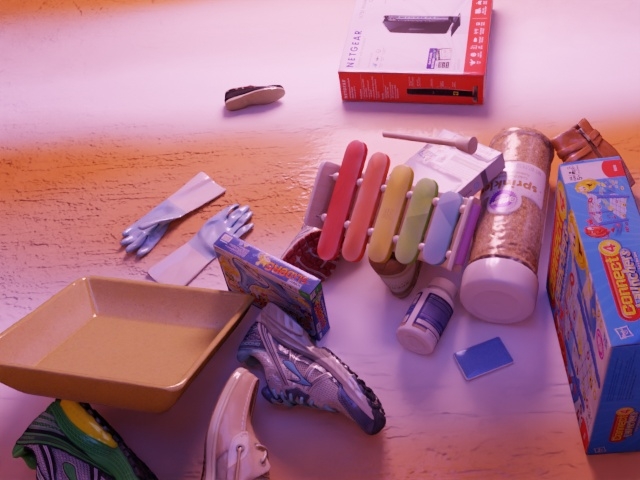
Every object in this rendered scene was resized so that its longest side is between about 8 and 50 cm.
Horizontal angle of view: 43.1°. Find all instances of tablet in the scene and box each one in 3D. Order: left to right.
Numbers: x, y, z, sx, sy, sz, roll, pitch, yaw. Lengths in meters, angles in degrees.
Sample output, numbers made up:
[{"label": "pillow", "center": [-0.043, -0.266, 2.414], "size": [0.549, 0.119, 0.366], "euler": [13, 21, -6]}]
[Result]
[{"label": "tablet", "center": [0.259, 0.187, 1.288], "size": [0.083, 0.006, 0.054], "euler": [-19, 51, -8]}]

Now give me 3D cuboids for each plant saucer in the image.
[{"label": "plant saucer", "center": [-0.308, 0.166, 1.279], "size": [0.332, 0.081, 0.333], "euler": [6, 20, 14]}]

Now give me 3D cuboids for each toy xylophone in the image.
[{"label": "toy xylophone", "center": [0.125, -0.068, 1.299], "size": [0.322, 0.081, 0.236], "euler": [8, 85, 39]}]

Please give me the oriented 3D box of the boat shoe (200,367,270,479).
[{"label": "boat shoe", "center": [-0.118, 0.333, 1.171], "size": [0.098, 0.109, 0.303], "euler": [6, 58, 7]}]

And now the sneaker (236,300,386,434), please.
[{"label": "sneaker", "center": [-0.019, 0.222, 1.261], "size": [0.283, 0.110, 0.122], "euler": [37, 83, 34]}]

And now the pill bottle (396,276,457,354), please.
[{"label": "pill bottle", "center": [0.177, 0.120, 1.316], "size": [0.067, 0.067, 0.120], "euler": [20, 57, 23]}]

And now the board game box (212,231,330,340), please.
[{"label": "board game box", "center": [-0.080, 0.076, 1.349], "size": [0.201, 0.136, 0.035], "euler": [25, 58, 27]}]

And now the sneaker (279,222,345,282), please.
[{"label": "sneaker", "center": [0.000, 0.000, 1.443], "size": [0.225, 0.088, 0.092], "euler": [-47, 19, -15]}]

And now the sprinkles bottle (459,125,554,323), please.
[{"label": "sprinkles bottle", "center": [0.323, -0.034, 1.384], "size": [0.121, 0.121, 0.356], "euler": [7, 52, 15]}]

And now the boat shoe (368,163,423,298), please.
[{"label": "boat shoe", "center": [0.151, -0.029, 1.440], "size": [0.104, 0.089, 0.285], "euler": [-1, 46, 28]}]

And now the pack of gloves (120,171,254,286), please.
[{"label": "pack of gloves", "center": [-0.253, -0.031, 1.522], "size": [0.195, 0.046, 0.232], "euler": [34, 63, 31]}]

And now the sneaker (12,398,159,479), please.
[{"label": "sneaker", "center": [-0.321, 0.364, 1.176], "size": [0.146, 0.134, 0.343], "euler": [-45, 49, -17]}]

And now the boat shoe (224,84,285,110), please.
[{"label": "boat shoe", "center": [-0.141, -0.314, 1.730], "size": [0.132, 0.049, 0.042], "euler": [-12, 58, 5]}]

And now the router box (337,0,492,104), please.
[{"label": "router box", "center": [0.214, -0.437, 1.752], "size": [0.300, 0.082, 0.336], "euler": [4, 52, 12]}]

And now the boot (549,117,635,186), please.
[{"label": "boot", "center": [0.451, -0.116, 1.420], "size": [0.197, 0.073, 0.152], "euler": [-36, 90, -34]}]

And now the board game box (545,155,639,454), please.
[{"label": "board game box", "center": [0.398, 0.097, 1.145], "size": [0.086, 0.308, 0.302], "euler": [-7, 50, 6]}]

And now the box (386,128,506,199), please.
[{"label": "box", "center": [0.202, -0.106, 1.395], "size": [0.186, 0.038, 0.145], "euler": [-40, 42, -17]}]
